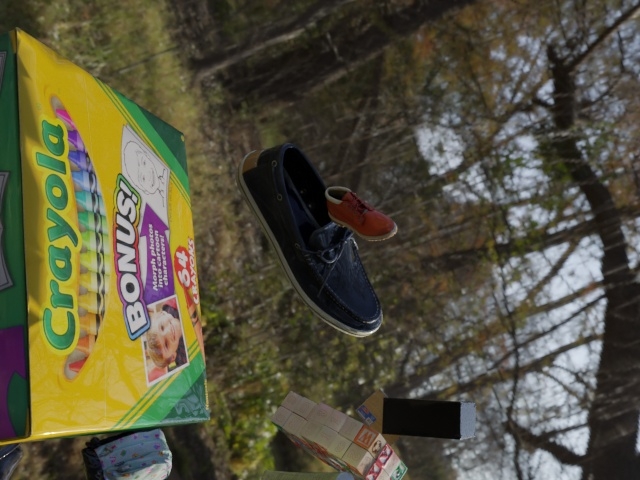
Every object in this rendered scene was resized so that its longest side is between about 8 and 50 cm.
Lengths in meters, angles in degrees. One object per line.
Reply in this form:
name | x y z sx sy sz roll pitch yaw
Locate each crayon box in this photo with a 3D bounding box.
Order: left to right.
crayon box | -0.242 0.018 0.795 0.313 0.106 0.362 31 50 -70

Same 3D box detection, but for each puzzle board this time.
puzzle board | 0.166 0.460 1.978 0.128 0.096 0.011 46 23 11

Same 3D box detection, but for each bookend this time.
bookend | 0.223 0.358 1.542 0.156 0.157 0.072 28 63 -66

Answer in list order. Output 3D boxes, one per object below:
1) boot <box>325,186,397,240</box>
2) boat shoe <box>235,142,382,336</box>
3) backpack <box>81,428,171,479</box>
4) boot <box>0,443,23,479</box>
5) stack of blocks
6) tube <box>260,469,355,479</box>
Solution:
boot | 0.074 -0.054 1.472 0.158 0.059 0.084 22 -30 30
boat shoe | 0.000 0.000 1.711 0.500 0.156 0.187 58 42 -7
backpack | -0.418 0.481 1.656 0.115 0.182 0.152 65 -26 26
boot | -0.443 0.450 1.105 0.229 0.263 0.091 37 -37 -15
stack of blocks | 0.028 0.441 1.690 0.297 0.087 0.171 19 -27 43
tube | -0.039 0.470 1.434 0.070 0.240 0.062 -14 87 -50
